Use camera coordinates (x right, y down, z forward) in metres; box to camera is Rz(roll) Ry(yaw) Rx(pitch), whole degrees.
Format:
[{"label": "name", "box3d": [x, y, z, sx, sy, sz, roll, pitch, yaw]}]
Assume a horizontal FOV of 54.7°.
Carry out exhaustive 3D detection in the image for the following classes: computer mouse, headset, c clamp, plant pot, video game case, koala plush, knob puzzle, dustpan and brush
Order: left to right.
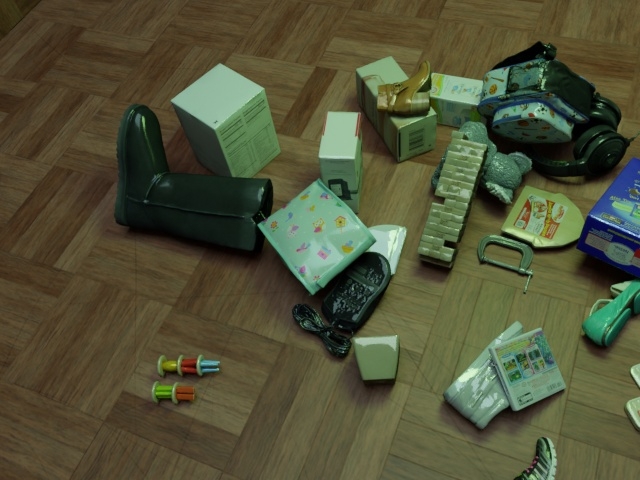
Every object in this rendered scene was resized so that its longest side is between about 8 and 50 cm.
[{"label": "computer mouse", "box3d": [0.075, 0.147, 1.569, 0.188, 0.072, 0.272, 37, 80, 27]}, {"label": "dustpan and brush", "box3d": [0.114, 0.013, 1.667, 0.211, 0.060, 0.147, 15, 70, 11]}, {"label": "plant pot", "box3d": [0.134, 0.283, 1.442, 0.109, 0.109, 0.096, -4, 68, 6]}, {"label": "koala plush", "box3d": [0.451, -0.200, 1.686, 0.221, 0.203, 0.196, 34, 61, 12]}, {"label": "c clamp", "box3d": [0.478, 0.048, 1.595, 0.161, 0.022, 0.137, 23, 62, 23]}, {"label": "video game case", "box3d": [0.458, 0.283, 1.369, 0.157, 0.019, 0.143, -14, 77, -27]}, {"label": "knob puzzle", "box3d": [0.603, -0.048, 1.637, 0.213, 0.030, 0.213, -4, 54, 6]}, {"label": "headset", "box3d": [0.780, -0.275, 1.731, 0.394, 0.185, 0.243, -8, 50, 23]}]

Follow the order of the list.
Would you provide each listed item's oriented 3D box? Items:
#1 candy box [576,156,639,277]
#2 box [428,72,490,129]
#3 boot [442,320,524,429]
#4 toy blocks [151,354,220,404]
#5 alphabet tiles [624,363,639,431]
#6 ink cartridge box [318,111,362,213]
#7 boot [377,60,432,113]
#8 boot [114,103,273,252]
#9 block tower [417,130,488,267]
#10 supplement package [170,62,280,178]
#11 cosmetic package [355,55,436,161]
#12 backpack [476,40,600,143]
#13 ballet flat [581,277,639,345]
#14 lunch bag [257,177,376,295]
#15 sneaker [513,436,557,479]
[{"label": "candy box", "box3d": [0.818, -0.042, 1.500, 0.268, 0.122, 0.317, 30, 50, 28]}, {"label": "box", "box3d": [0.419, -0.419, 1.876, 0.203, 0.114, 0.103, 16, 60, 20]}, {"label": "boot", "box3d": [0.403, 0.306, 1.397, 0.258, 0.095, 0.123, -42, 72, -16]}, {"label": "toy blocks", "box3d": [-0.324, 0.337, 1.504, 0.148, 0.054, 0.123, -2, 54, 7]}, {"label": "alphabet tiles", "box3d": [0.812, 0.365, 1.318, 0.284, 0.021, 0.278, -17, 54, -4]}, {"label": "ink cartridge box", "box3d": [0.062, -0.211, 1.715, 0.100, 0.237, 0.172, 3, 56, 8]}, {"label": "boot", "box3d": [0.239, -0.441, 1.768, 0.152, 0.073, 0.197, 1, 53, 14]}, {"label": "boot", "box3d": [-0.346, -0.174, 1.725, 0.445, 0.366, 0.146, 11, 14, 21]}, {"label": "block tower", "box3d": [0.339, -0.101, 1.571, 0.097, 0.091, 0.335, 16, 96, 19]}, {"label": "supplement package", "box3d": [-0.273, -0.336, 1.841, 0.199, 0.262, 0.198, 35, 67, 28]}, {"label": "cosmetic package", "box3d": [0.225, -0.400, 1.874, 0.129, 0.153, 0.296, -21, 53, -7]}, {"label": "backpack", "box3d": [0.567, -0.375, 1.677, 0.263, 0.277, 0.213, 15, 83, 53]}, {"label": "ballet flat", "box3d": [0.706, 0.147, 1.456, 0.247, 0.083, 0.087, -36, 43, -18]}, {"label": "lunch bag", "box3d": [0.000, 0.000, 1.589, 0.223, 0.160, 0.262, -39, 46, -3]}, {"label": "sneaker", "box3d": [0.437, 0.483, 1.269, 0.075, 0.063, 0.170, 12, 63, 10]}]
